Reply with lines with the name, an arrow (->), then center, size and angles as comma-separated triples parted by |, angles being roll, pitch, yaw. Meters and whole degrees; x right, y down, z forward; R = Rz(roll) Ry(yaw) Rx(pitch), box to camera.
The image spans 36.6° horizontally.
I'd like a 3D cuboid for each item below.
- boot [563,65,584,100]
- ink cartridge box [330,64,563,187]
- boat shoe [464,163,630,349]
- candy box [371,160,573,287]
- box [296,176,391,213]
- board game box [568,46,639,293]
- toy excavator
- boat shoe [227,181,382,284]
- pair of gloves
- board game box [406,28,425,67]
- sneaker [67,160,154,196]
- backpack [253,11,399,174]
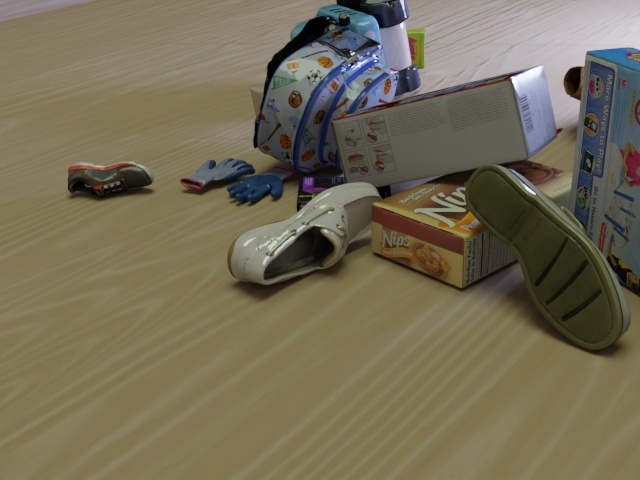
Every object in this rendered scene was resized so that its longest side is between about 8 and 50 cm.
boot -> 0.606, -0.275, 1.875 | 0.220, 0.109, 0.283 | 19, 18, -10
ink cartridge box -> 0.219, -0.190, 1.610 | 0.310, 0.130, 0.272 | -10, 10, 28
boat shoe -> 0.317, 0.014, 1.287 | 0.103, 0.113, 0.302 | 5, 44, -45
candy box -> 0.251, -0.041, 1.499 | 0.317, 0.087, 0.183 | -23, 32, -37
box -> 0.041, -0.079, 1.668 | 0.162, 0.029, 0.116 | 0, 25, 0
board game box -> 0.468, -0.077, 1.304 | 0.086, 0.308, 0.302 | -10, 27, -21
toy excavator -> 0.011, -0.390, 2.168 | 0.445, 0.222, 0.433 | -21, 27, -15
boat shoe -> 0.000, 0.000, 1.430 | 0.277, 0.098, 0.096 | -29, 35, -29
pair of gloves -> -0.144, -0.110, 1.755 | 0.198, 0.023, 0.159 | 17, 30, 29
board game box -> 0.175, -0.490, 2.473 | 0.181, 0.092, 0.043 | 1, 25, 6
sneaker -> -0.378, -0.100, 1.735 | 0.158, 0.061, 0.064 | 0, 52, 6
backpack -> 0.005, -0.244, 1.794 | 0.213, 0.276, 0.263 | 30, 41, 28
